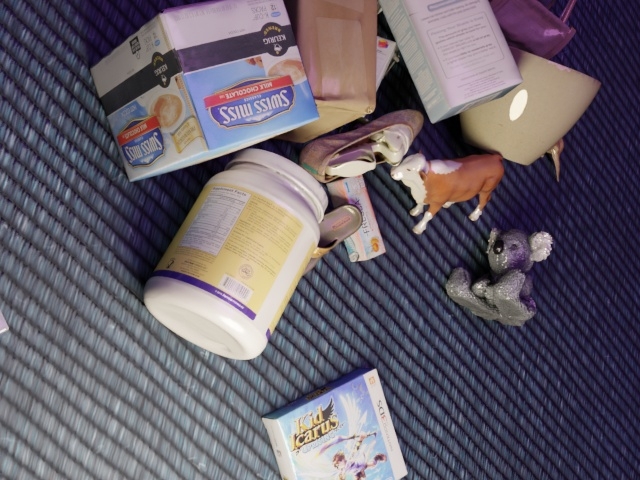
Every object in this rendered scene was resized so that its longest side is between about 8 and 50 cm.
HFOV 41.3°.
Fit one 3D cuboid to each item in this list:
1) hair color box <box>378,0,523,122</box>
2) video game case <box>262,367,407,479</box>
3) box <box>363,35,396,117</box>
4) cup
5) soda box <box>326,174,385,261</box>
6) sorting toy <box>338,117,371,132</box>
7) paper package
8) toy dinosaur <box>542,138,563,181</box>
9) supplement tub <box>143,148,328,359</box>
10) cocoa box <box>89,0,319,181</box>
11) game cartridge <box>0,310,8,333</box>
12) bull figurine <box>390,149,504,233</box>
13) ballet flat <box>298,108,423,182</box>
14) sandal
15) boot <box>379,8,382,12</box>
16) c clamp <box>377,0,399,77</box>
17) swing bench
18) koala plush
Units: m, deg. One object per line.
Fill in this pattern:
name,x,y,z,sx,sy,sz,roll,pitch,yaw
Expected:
hair color box,0.260,-0.463,1.811,0.185,0.113,0.374,-22,87,-15
video game case,0.036,0.424,1.744,0.270,0.061,0.244,-21,96,-35
box,0.062,-0.369,1.821,0.145,0.038,0.186,21,69,8
cup,0.461,-0.316,2.009,0.331,0.331,0.237,12,104,-34
soda box,0.076,-0.049,1.826,0.058,0.063,0.183,-21,96,-34
sorting toy,0.063,-0.256,1.841,0.102,0.061,0.042,39,64,-22
paper package,-0.035,-0.374,1.626,0.168,0.309,0.324,6,81,-28
toy dinosaur,0.614,-0.247,2.242,0.093,0.053,0.183,-6,88,-37
supplement tub,-0.146,0.023,1.548,0.241,0.241,0.331,40,63,-26
cocoa box,-0.209,-0.256,1.469,0.231,0.347,0.228,-22,97,-33
game cartridge,-0.658,0.029,1.295,0.230,0.068,0.355,-29,102,-39
bull figurine,0.283,-0.121,1.907,0.310,0.188,0.101,-8,48,-31
ballet flat,0.108,-0.191,1.804,0.316,0.106,0.107,-23,134,-20
sandal,0.000,0.000,1.740,0.219,0.060,0.090,-32,98,-11
boot,0.140,-0.630,1.917,0.123,0.095,0.258,48,61,-29
c clamp,0.150,-0.464,1.901,0.137,0.022,0.160,-53,137,-13
swing bench,0.520,-0.617,2.149,0.253,0.165,0.254,26,70,-31
koala plush,0.441,0.070,2.010,0.203,0.196,0.221,37,64,-39
